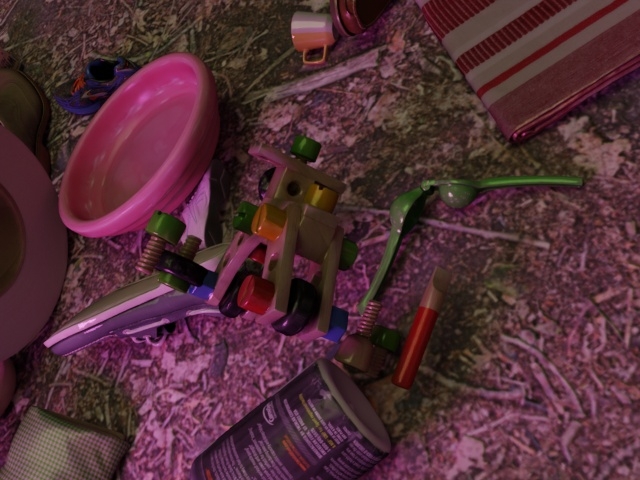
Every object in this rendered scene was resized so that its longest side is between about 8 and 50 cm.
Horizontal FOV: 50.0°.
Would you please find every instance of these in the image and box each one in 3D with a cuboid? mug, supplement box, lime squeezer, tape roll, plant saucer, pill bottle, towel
[{"bbox_3d":[-0.004,-0.326,1.090,0.064,0.078,0.062,3,34,20],"label":"mug"},{"bbox_3d":[-0.703,-0.371,1.469,0.083,0.083,0.056,-1,66,27],"label":"supplement box"},{"bbox_3d":[0.155,-0.032,0.843,0.310,0.059,0.110,-32,54,10],"label":"lime squeezer"},{"bbox_3d":[-0.538,-0.004,1.001,0.072,0.392,0.392,-6,63,26],"label":"tape roll"},{"bbox_3d":[-0.277,-0.143,1.088,0.332,0.084,0.332,-23,49,28],"label":"plant saucer"},{"bbox_3d":[-0.054,0.253,0.761,0.245,0.130,0.130,-39,53,5],"label":"pill bottle"},{"bbox_3d":[0.286,-0.303,0.926,0.237,0.037,0.329,-32,53,14],"label":"towel"}]

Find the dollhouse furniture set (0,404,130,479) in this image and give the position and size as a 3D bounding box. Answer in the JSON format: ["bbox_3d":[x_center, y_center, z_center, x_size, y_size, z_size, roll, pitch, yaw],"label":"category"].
[{"bbox_3d":[-0.435,0.300,0.874,0.301,0.151,0.197,13,72,10],"label":"dollhouse furniture set"}]

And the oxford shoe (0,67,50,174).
[{"bbox_3d":[-0.607,-0.235,1.317,0.123,0.130,0.348,-33,54,10],"label":"oxford shoe"}]

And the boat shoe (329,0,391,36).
[{"bbox_3d":[0.109,-0.448,1.049,0.104,0.111,0.307,10,71,33],"label":"boat shoe"}]

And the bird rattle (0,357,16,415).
[{"bbox_3d":[-0.575,0.246,1.060,0.207,0.143,0.253,-40,55,-15],"label":"bird rattle"}]

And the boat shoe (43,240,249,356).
[{"bbox_3d":[-0.237,0.107,0.951,0.319,0.099,0.116,-24,15,12],"label":"boat shoe"}]

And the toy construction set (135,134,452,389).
[{"bbox_3d":[0.000,0.000,0.783,0.309,0.257,0.237,23,79,3],"label":"toy construction set"}]

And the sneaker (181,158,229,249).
[{"bbox_3d":[-0.179,-0.056,1.039,0.061,0.054,0.152,-6,63,29],"label":"sneaker"}]

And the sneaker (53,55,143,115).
[{"bbox_3d":[-0.412,-0.297,1.270,0.221,0.087,0.083,-8,61,25],"label":"sneaker"}]
